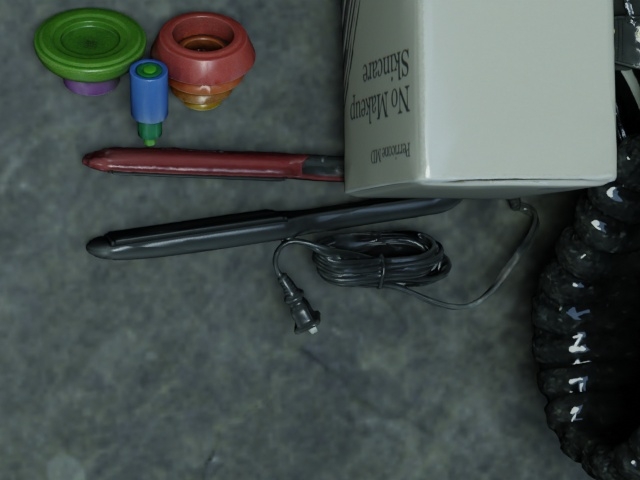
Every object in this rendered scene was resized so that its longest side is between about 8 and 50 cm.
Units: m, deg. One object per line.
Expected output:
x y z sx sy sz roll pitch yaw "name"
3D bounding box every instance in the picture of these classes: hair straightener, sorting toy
0.000 0.000 0.802 0.230 0.047 0.089 -1 97 -19 "hair straightener"
-0.081 -0.075 0.768 0.102 0.061 0.042 -1 131 -7 "sorting toy"

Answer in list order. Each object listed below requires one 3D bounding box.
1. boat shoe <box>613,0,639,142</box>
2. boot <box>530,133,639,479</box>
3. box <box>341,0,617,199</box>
0.153 -0.097 0.820 0.042 0.049 0.133 -30 108 -17 "boat shoe"
0.242 -0.054 0.779 0.260 0.131 0.348 2 97 -28 "boot"
0.066 -0.157 0.741 0.094 0.113 0.275 0 87 -17 "box"
